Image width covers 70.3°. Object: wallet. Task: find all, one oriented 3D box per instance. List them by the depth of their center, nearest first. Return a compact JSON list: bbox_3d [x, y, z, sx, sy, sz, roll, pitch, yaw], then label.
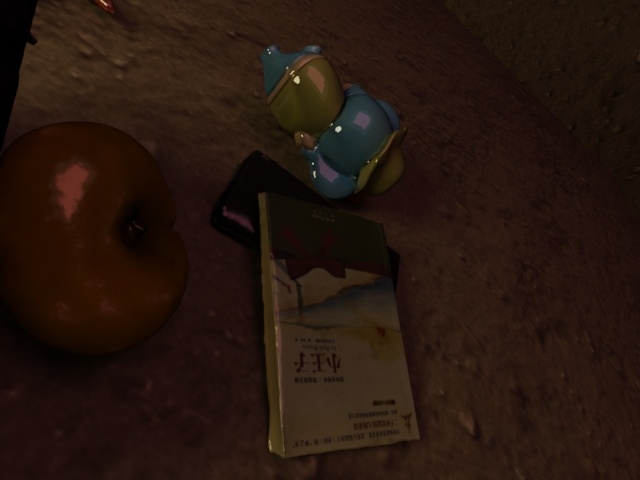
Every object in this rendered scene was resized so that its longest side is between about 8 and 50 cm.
[{"bbox_3d":[-0.001,0.000,0.608,0.285,0.030,0.146,35,46,-20],"label":"wallet"}]

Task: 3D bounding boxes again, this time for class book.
[{"bbox_3d":[0.020,0.086,0.532,0.201,0.026,0.289,13,59,-37],"label":"book"}]

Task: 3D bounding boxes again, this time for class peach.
[{"bbox_3d":[-0.171,-0.002,0.357,0.179,0.103,0.179,-10,90,-85],"label":"peach"}]

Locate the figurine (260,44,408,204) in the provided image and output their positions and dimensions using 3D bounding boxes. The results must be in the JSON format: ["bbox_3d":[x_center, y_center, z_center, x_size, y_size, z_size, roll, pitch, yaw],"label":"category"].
[{"bbox_3d":[0.029,-0.183,0.686,0.261,0.154,0.180,59,33,-5],"label":"figurine"}]

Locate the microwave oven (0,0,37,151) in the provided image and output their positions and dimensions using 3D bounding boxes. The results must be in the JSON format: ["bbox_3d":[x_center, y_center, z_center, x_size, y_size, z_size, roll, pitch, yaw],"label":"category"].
[{"bbox_3d":[-0.283,-0.044,0.215,0.181,0.237,0.295,26,40,-28],"label":"microwave oven"}]

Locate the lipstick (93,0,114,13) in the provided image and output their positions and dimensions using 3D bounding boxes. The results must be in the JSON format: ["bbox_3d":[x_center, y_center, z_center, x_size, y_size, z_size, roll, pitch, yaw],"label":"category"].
[{"bbox_3d":[-0.316,-0.339,0.585,0.129,0.030,0.030,42,39,-9],"label":"lipstick"}]
